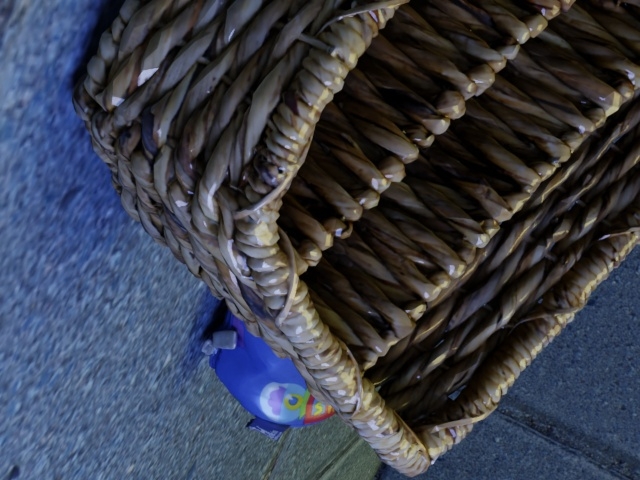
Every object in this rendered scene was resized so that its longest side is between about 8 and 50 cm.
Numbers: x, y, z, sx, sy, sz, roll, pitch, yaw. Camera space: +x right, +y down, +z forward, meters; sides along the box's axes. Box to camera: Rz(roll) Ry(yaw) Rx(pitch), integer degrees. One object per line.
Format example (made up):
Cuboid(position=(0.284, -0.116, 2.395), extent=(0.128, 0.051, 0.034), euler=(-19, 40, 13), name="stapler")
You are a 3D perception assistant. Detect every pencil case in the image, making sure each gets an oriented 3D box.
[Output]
Cuboid(position=(0.000, 0.000, 0.867), extent=(0.119, 0.133, 0.306), euler=(-116, -146, -45), name="pencil case")

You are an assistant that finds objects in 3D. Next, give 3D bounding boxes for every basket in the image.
Cuboid(position=(0.066, -0.075, 0.580), extent=(0.299, 0.223, 0.213), euler=(-43, 163, -13), name="basket")
